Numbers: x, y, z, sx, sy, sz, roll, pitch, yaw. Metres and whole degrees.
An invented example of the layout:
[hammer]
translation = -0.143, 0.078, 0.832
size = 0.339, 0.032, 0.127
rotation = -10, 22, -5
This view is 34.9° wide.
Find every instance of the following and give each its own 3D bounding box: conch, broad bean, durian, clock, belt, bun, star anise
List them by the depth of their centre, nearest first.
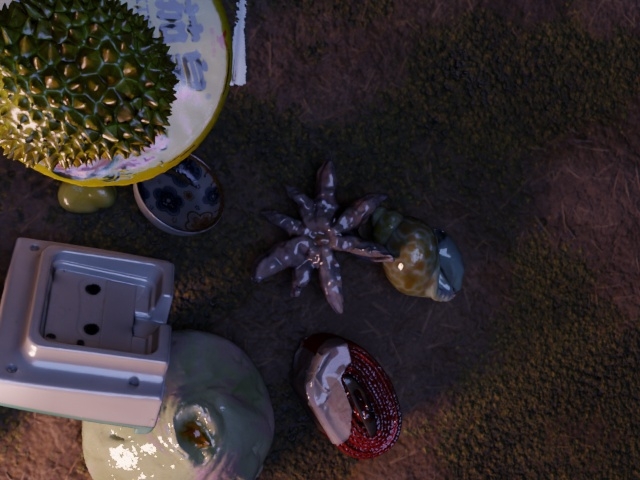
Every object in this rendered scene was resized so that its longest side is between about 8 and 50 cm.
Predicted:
[durian]
translation = -0.277, -0.180, 1.129
size = 0.236, 0.176, 0.200
rotation = -3, 77, -5
[clock]
translation = -0.314, 0.109, 1.364
size = 0.231, 0.262, 0.116
rotation = 13, 131, -17
[broad bean]
translation = -0.334, -0.068, 1.454
size = 0.083, 0.045, 0.063
rotation = -3, 109, -9
[bun]
translation = -0.193, 0.279, 1.463
size = 0.293, 0.187, 0.293
rotation = -3, 99, -19
[star anise]
translation = 0.000, 0.000, 1.529
size = 0.236, 0.093, 0.229
rotation = -20, 90, -6
[belt]
translation = 0.043, 0.239, 1.563
size = 0.128, 0.124, 0.201
rotation = -32, 105, -13
[conch]
translation = 0.148, 0.028, 1.585
size = 0.173, 0.106, 0.116
rotation = 28, 80, -33

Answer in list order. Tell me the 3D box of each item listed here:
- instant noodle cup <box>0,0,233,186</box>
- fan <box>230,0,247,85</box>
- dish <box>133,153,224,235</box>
[instant noodle cup]
translation = -0.296, -0.239, 1.332
size = 0.325, 0.254, 0.326
rotation = -2, 98, -16
[fan]
translation = -0.112, -0.435, 1.489
size = 0.232, 0.012, 0.415
rotation = -1, 97, -14
[dish]
translation = -0.218, -0.056, 1.480
size = 0.141, 0.078, 0.141
rotation = 18, 54, -26
